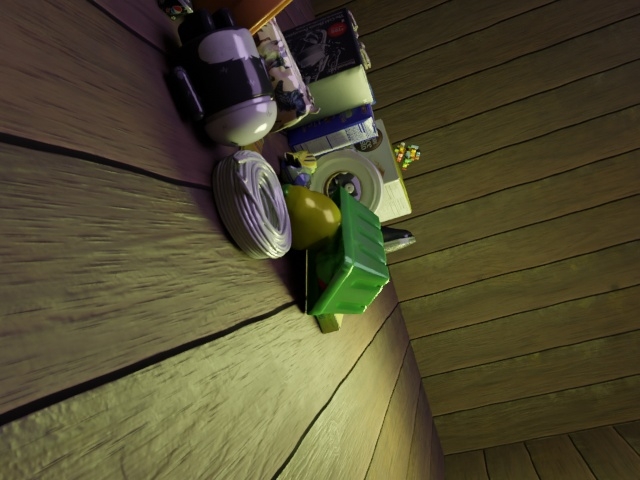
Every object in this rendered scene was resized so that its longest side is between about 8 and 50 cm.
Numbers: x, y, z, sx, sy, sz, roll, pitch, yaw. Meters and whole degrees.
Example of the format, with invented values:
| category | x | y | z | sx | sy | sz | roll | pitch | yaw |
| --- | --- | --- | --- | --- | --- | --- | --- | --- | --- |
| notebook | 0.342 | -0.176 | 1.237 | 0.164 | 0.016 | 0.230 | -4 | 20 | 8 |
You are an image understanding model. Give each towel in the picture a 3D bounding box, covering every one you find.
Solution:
| category | x | y | z | sx | sy | sz | roll | pitch | yaw |
| --- | --- | --- | --- | --- | --- | --- | --- | --- | --- |
| towel | -0.183 | -0.239 | 1.303 | 0.237 | 0.021 | 0.102 | -93 | 160 | -45 |

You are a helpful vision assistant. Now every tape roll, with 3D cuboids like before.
| category | x | y | z | sx | sy | sz | roll | pitch | yaw |
| --- | --- | --- | --- | --- | --- | --- | --- | --- | --- |
| tape roll | 0.085 | -0.181 | 1.743 | 0.100 | 0.286 | 0.286 | -22 | 95 | -76 |

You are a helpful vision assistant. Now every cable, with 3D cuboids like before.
| category | x | y | z | sx | sy | sz | roll | pitch | yaw |
| --- | --- | --- | --- | --- | --- | --- | --- | --- | --- |
| cable | -0.148 | -0.079 | 1.104 | 0.257 | 0.089 | 0.257 | -67 | 139 | -71 |

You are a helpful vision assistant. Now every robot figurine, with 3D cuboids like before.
| category | x | y | z | sx | sy | sz | roll | pitch | yaw |
| --- | --- | --- | --- | --- | --- | --- | --- | --- | --- |
| robot figurine | -0.203 | -0.341 | 1.035 | 0.173 | 0.209 | 0.278 | -143 | -148 | -77 |

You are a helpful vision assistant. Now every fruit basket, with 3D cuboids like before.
| category | x | y | z | sx | sy | sz | roll | pitch | yaw |
| --- | --- | --- | --- | --- | --- | --- | --- | --- | --- |
| fruit basket | 0.000 | 0.000 | 1.403 | 0.392 | 0.283 | 0.392 | 20 | 37 | -16 |

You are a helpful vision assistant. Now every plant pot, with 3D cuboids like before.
| category | x | y | z | sx | sy | sz | roll | pitch | yaw |
| --- | --- | --- | --- | --- | --- | --- | --- | --- | --- |
| plant pot | -0.208 | -0.616 | 1.182 | 0.203 | 0.291 | 0.291 | 48 | 22 | -20 |

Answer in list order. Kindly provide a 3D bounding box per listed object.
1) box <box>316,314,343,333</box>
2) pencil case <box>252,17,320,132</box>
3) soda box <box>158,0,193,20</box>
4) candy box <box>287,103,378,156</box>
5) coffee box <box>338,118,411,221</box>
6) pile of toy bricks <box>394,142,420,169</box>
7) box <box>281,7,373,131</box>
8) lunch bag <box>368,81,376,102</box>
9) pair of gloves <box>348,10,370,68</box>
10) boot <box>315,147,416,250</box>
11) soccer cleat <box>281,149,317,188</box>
| category | x | y | z | sx | sy | sz | roll | pitch | yaw |
| --- | --- | --- | --- | --- | --- | --- | --- | --- | --- |
| box | 0.037 | 0.208 | 1.561 | 0.232 | 0.058 | 0.087 | -64 | 136 | -70 |
| pencil case | -0.152 | -0.546 | 1.457 | 0.160 | 0.183 | 0.410 | -76 | 146 | -64 |
| soda box | -0.329 | -0.575 | 1.054 | 0.060 | 0.053 | 0.169 | 24 | 51 | -73 |
| candy box | 0.034 | -0.470 | 1.821 | 0.122 | 0.317 | 0.268 | 56 | 22 | -54 |
| coffee box | 0.204 | -0.292 | 2.249 | 0.338 | 0.334 | 0.338 | 49 | 28 | -60 |
| pile of toy bricks | 0.392 | -0.377 | 2.209 | 0.212 | 0.118 | 0.105 | -54 | 156 | -83 |
| box | -0.019 | -0.604 | 1.713 | 0.179 | 0.343 | 0.313 | 55 | 22 | -57 |
| lunch bag | 0.046 | -0.647 | 2.056 | 0.385 | 0.327 | 0.239 | 53 | 20 | -61 |
| pair of gloves | 0.153 | -0.827 | 1.993 | 0.240 | 0.042 | 0.204 | 63 | 8 | -9 |
| boot | 0.170 | -0.158 | 1.969 | 0.146 | 0.366 | 0.445 | 140 | -64 | -67 |
| soccer cleat | -0.076 | -0.258 | 1.609 | 0.121 | 0.093 | 0.289 | 59 | 18 | -25 |
